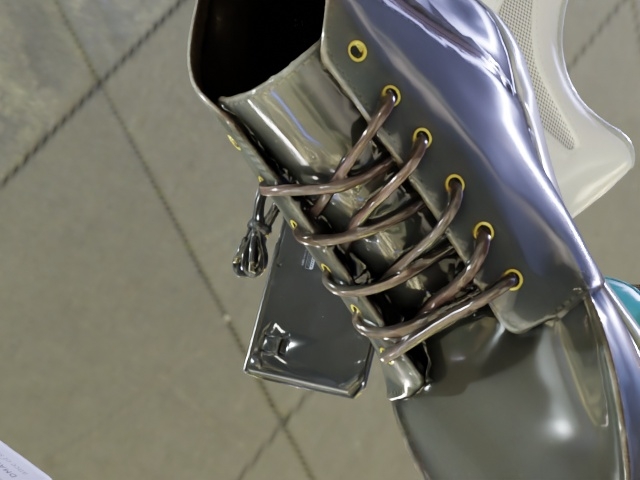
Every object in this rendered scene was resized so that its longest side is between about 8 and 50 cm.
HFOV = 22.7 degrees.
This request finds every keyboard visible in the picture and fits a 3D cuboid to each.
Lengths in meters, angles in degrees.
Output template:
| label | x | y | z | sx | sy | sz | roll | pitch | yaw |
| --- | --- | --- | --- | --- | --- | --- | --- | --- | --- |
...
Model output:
| label | x | y | z | sx | sy | sz | roll | pitch | yaw |
| --- | --- | --- | --- | --- | --- | --- | --- | --- | --- |
| keyboard | 0.000 | 0.000 | 0.972 | 0.023 | 0.108 | 0.180 | 35 | 68 | -64 |

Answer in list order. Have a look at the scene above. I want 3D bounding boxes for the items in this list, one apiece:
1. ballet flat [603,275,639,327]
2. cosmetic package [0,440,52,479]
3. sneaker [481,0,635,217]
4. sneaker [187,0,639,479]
| label | x | y | z | sx | sy | sz | roll | pitch | yaw |
| --- | --- | --- | --- | --- | --- | --- | --- | --- | --- |
| ballet flat | 0.146 | 0.051 | 0.694 | 0.206 | 0.073 | 0.067 | 0 | 121 | -13 |
| cosmetic package | -0.276 | 0.179 | 0.886 | 0.183 | 0.151 | 0.151 | -7 | 119 | -52 |
| sneaker | 0.043 | -0.151 | 0.745 | 0.146 | 0.122 | 0.331 | -19 | 86 | -15 |
| sneaker | 0.025 | 0.009 | 0.454 | 0.083 | 0.222 | 0.118 | -32 | 150 | 25 |
